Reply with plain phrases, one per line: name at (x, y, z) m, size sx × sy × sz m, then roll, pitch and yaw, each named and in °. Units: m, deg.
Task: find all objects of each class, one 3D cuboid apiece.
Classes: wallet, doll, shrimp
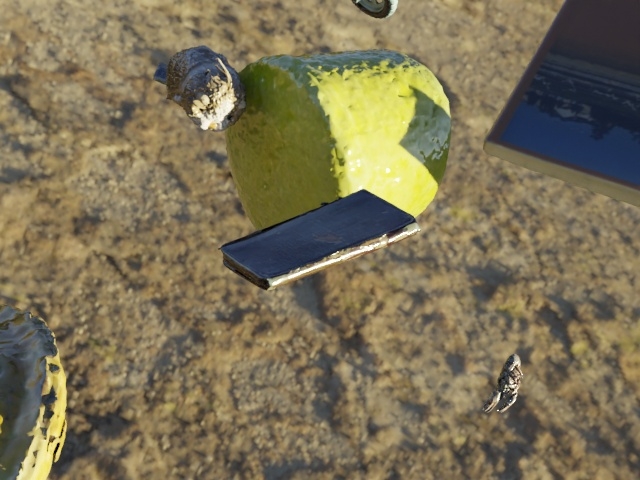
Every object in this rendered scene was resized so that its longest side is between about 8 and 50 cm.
wallet at (0.000, 0.000, 1.184) m, size 0.232 × 0.031 × 0.122 m, roll -22°, pitch 32°, yaw -29°
doll at (-0.185, -0.243, 1.510) m, size 0.105 × 0.115 × 0.221 m, roll 4°, pitch 19°, yaw -28°
shrimp at (0.264, 0.207, 1.370) m, size 0.029 × 0.092 × 0.038 m, roll 23°, pitch 4°, yaw -42°

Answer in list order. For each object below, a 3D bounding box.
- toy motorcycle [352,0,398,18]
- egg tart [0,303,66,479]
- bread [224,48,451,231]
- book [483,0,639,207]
toy motorcycle at (-0.017, -0.372, 1.028) m, size 0.169 × 0.113 × 0.315 m, roll 28°, pitch -24°, yaw 44°
egg tart at (-0.305, 0.148, 0.657) m, size 0.115 × 0.290 × 0.290 m, roll 54°, pitch 6°, yaw -39°
bread at (0.029, -0.149, 1.604) m, size 0.307 × 0.348 × 0.348 m, roll -18°, pitch 49°, yaw -35°
book at (0.338, -0.173, 0.853) m, size 0.262 × 0.028 × 0.374 m, roll 23°, pitch 62°, yaw 19°
